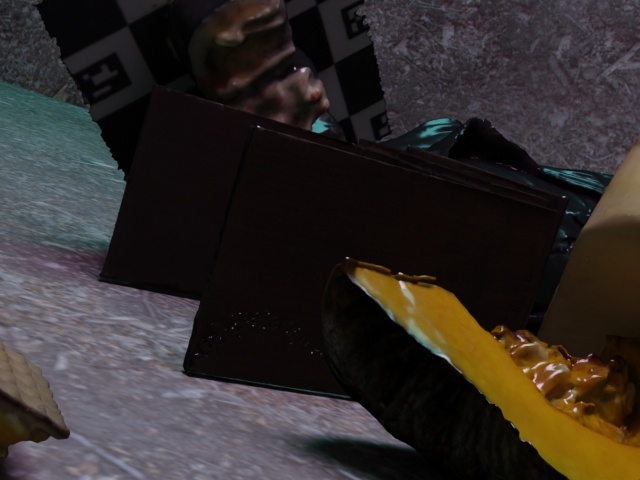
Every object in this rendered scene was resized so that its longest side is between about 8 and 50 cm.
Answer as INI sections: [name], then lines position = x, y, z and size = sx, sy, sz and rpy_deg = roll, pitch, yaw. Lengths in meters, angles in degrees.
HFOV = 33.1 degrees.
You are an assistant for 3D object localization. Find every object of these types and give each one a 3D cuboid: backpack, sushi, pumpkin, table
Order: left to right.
[sushi]
position = -0.057, -0.126, 1.029
size = 0.100, 0.296, 0.373
rpy_deg = 57, -10, 35
[table]
position = 0.000, 0.000, 0.903
size = 0.282, 0.196, 0.250
rpy_deg = 13, 9, -28
[backpack]
position = 0.195, -0.019, 1.340
size = 0.363, 0.254, 0.446
rpy_deg = 15, 7, 44
[pumpkin]
position = 0.123, 0.130, 0.664
size = 0.279, 0.111, 0.163
rpy_deg = 16, 33, -25

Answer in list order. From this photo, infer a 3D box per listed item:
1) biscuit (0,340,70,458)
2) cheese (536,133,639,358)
[biscuit]
position = -0.270, -0.014, 0.420
size = 0.379, 0.054, 0.094
rpy_deg = 39, -1, -28
[cheese]
position = 0.294, 0.090, 0.846
size = 0.384, 0.104, 0.384
rpy_deg = 30, -20, 12
